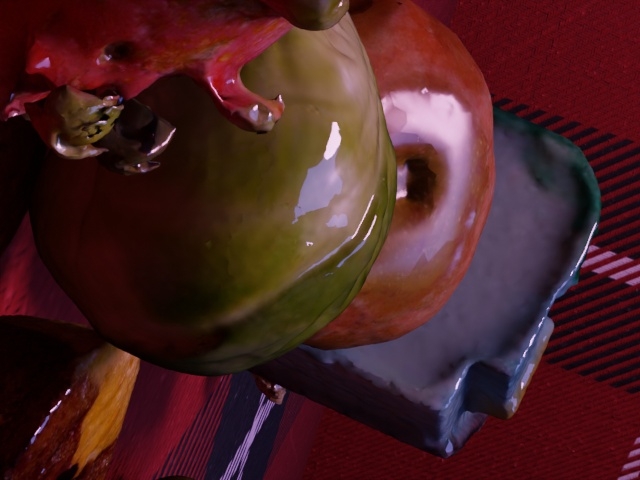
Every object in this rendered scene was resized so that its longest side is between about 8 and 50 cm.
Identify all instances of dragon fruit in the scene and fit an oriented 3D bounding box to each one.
[{"bbox_3d":[-0.046,-0.113,0.377,0.172,0.166,0.160,-42,-138,12],"label":"dragon fruit"}]

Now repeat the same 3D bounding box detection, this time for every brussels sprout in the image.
[{"bbox_3d":[-0.037,-0.031,0.492,0.131,0.145,0.183,29,92,-39],"label":"brussels sprout"}]

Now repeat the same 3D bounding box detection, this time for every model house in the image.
[{"bbox_3d":[0.045,0.031,0.889,0.230,0.280,0.249,-61,164,-17],"label":"model house"}]

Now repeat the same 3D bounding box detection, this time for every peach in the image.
[{"bbox_3d":[-0.015,-0.031,0.661,0.235,0.214,0.214,-36,151,-41],"label":"peach"}]

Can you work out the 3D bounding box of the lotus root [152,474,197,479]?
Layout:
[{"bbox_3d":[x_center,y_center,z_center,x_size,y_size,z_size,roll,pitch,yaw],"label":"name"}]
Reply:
[{"bbox_3d":[-0.131,0.283,0.888,0.314,0.141,0.169,-45,150,-72],"label":"lotus root"}]

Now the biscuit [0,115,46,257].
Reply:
[{"bbox_3d":[-0.140,-0.018,0.489,0.078,0.015,0.091,97,14,-63],"label":"biscuit"}]

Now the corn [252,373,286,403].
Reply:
[{"bbox_3d":[0.000,0.000,1.185,0.130,0.130,0.347,-20,129,-81],"label":"corn"}]

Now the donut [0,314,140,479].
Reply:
[{"bbox_3d":[-0.150,0.115,0.550,0.166,0.073,0.184,-61,170,-56],"label":"donut"}]
